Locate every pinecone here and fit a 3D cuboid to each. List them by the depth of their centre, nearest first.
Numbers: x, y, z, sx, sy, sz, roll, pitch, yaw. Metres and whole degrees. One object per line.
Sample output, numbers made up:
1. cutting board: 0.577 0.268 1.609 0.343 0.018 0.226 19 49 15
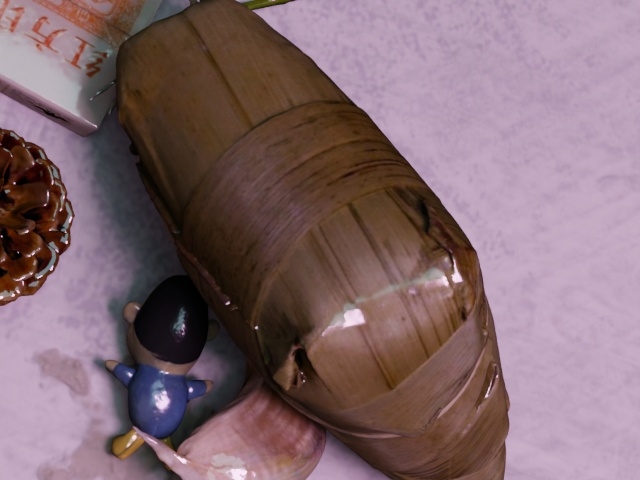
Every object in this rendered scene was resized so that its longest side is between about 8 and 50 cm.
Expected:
1. pinecone: -0.291 -0.024 1.586 0.163 0.165 0.163 1 83 -8

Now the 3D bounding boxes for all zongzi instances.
1. zongzi: -0.019 0.012 1.721 0.218 0.467 0.500 -31 57 -8

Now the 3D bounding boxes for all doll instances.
1. doll: -0.141 0.111 1.672 0.102 0.089 0.179 15 100 -18

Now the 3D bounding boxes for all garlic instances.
1. garlic: -0.074 0.181 1.652 0.198 0.090 0.128 -30 90 -47

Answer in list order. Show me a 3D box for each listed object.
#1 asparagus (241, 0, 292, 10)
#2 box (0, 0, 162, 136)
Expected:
1. asparagus: -0.063 -0.226 1.788 0.166 0.013 0.016 -17 130 -22
2. box: -0.221 -0.300 1.717 0.204 0.051 0.365 29 73 -17
